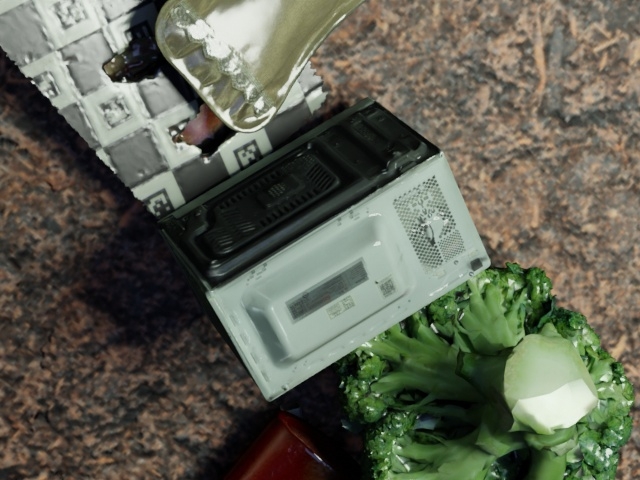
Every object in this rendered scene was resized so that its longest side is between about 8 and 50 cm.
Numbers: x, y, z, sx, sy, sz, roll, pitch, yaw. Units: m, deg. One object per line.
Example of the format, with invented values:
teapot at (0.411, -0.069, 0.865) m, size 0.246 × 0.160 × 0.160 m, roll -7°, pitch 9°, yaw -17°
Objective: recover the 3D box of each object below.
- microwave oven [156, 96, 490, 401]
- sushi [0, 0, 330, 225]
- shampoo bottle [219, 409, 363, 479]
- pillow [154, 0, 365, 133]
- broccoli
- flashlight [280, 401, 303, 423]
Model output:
microwave oven at (0.000, 0.000, 1.212) m, size 0.208 × 0.162 × 0.122 m, roll -32°, pitch 120°, yaw -8°
sushi at (-0.134, -0.162, 1.212) m, size 0.192 × 0.043 × 0.279 m, roll -44°, pitch 118°, yaw -7°
shampoo bottle at (-0.077, 0.272, 1.319) m, size 0.102 × 0.064 × 0.260 m, roll 36°, pitch 101°, yaw -12°
pillow at (-0.030, -0.194, 1.208) m, size 0.217 × 0.033 × 0.130 m, roll -50°, pitch 119°, yaw -17°
broccoli at (0.132, 0.133, 1.235) m, size 0.270 × 0.270 × 0.270 m, roll 2°, pitch 77°, yaw -11°
flashlight at (-0.019, 0.182, 1.342) m, size 0.018 × 0.018 × 0.083 m, roll -12°, pitch 106°, yaw -7°
